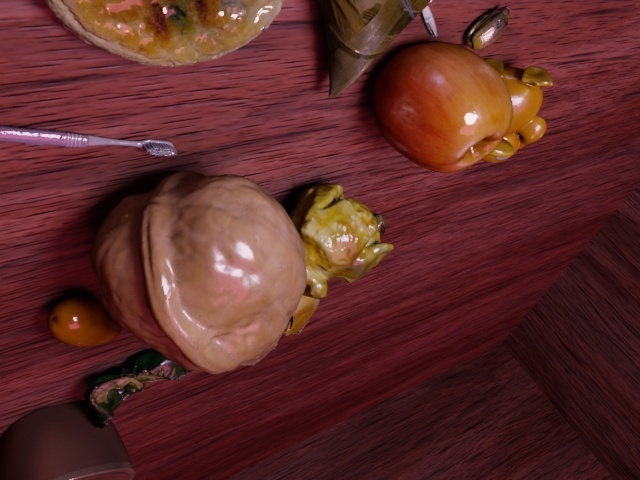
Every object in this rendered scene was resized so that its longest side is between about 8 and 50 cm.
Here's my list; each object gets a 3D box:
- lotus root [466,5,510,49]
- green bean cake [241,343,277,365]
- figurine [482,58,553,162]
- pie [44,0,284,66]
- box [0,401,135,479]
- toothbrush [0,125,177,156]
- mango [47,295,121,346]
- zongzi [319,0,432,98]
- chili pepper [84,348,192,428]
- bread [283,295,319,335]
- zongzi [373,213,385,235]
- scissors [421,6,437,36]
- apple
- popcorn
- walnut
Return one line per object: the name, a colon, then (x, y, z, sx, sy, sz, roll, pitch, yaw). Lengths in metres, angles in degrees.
lotus root: (0.333, -0.419, 1.048, 0.099, 0.054, 0.049, -43, 139, 14)
green bean cake: (-0.217, 0.287, 1.479, 0.109, 0.085, 0.179, -43, 149, 16)
figurine: (0.407, -0.284, 1.197, 0.215, 0.215, 0.228, -6, 116, -39)
pie: (-0.177, -0.343, 0.645, 0.338, 0.075, 0.337, -26, 150, -16)
box: (-0.647, 0.556, 1.321, 0.301, 0.216, 0.301, -26, 150, -17)
toothbrush: (-0.377, -0.146, 0.775, 0.354, 0.029, 0.024, -2, 124, -41)
mango: (-0.476, 0.168, 1.072, 0.102, 0.085, 0.184, -36, 160, -6)
zongzi: (0.025, -0.347, 0.794, 0.251, 0.125, 0.274, 5, 137, -48)
chili pepper: (-0.452, 0.336, 1.319, 0.265, 0.116, 0.148, -24, 137, -18)
bread: (-0.082, 0.138, 1.354, 0.156, 0.158, 0.260, -39, 159, -33)
zongzi: (0.125, -0.018, 1.424, 0.104, 0.052, 0.113, -26, 162, 0)
scissors: (0.192, -0.411, 0.962, 0.058, 0.014, 0.119, -34, 147, 9)
apple: (0.229, -0.242, 1.011, 0.242, 0.241, 0.242, -27, 148, -19)
popcorn: (-0.001, 0.005, 1.154, 0.277, 0.225, 0.276, -24, 144, -19)
walnut: (-0.201, 0.053, 0.939, 0.381, 0.381, 0.381, -24, 148, -16)
